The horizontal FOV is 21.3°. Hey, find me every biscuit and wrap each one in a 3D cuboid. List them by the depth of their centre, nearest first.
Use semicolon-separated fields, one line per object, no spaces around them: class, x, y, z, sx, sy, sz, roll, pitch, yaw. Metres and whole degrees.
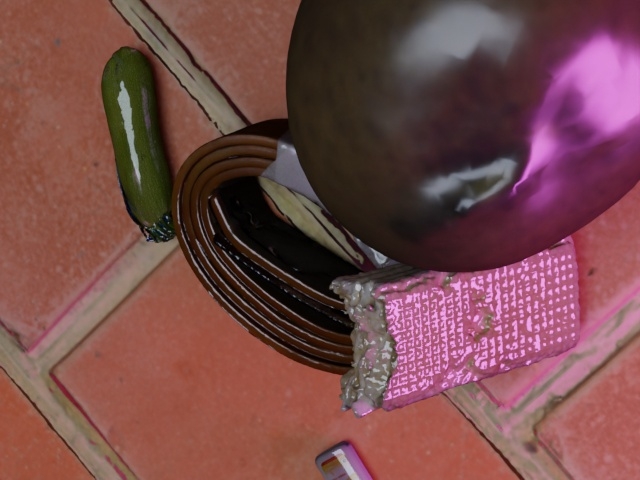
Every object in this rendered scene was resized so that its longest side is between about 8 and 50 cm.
biscuit;0.114;0.063;1.375;0.062;0.239;0.108;11;110;53

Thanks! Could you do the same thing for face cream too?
face cream;0.030;0.224;1.540;0.040;0.021;0.083;-33;87;23

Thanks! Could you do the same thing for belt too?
belt;0.000;0.000;1.471;0.261;0.105;0.184;32;111;16

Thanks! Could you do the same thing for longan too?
longan;0.123;-0.134;1.293;0.319;0.319;0.318;4;100;20

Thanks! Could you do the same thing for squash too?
squash;-0.165;-0.085;1.546;0.052;0.052;0.183;-6;100;21
